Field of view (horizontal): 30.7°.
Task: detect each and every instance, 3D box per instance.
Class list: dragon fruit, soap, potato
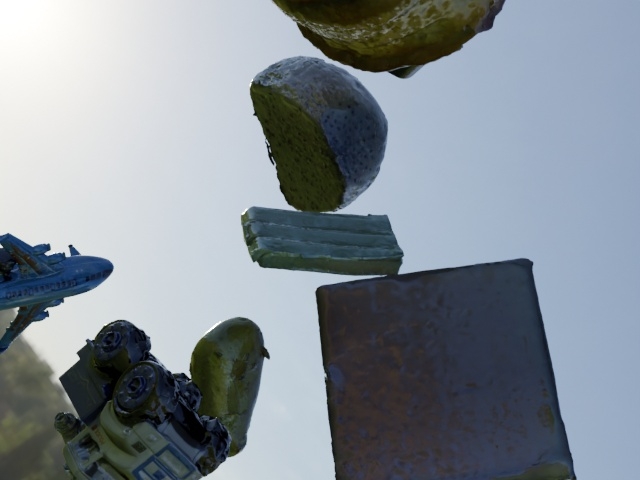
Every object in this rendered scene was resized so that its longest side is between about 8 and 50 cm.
[{"bbox_3d":[0.029,-0.200,2.089,0.221,0.204,0.282,15,-47,51],"label":"dragon fruit"},{"bbox_3d":[0.146,0.181,1.426,0.107,0.286,0.296,74,10,-62],"label":"soap"},{"bbox_3d":[-0.127,0.195,1.547,0.085,0.105,0.188,1,-92,61],"label":"potato"}]

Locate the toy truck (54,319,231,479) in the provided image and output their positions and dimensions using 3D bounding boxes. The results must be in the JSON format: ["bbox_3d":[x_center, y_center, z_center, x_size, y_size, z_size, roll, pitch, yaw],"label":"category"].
[{"bbox_3d":[-0.228,0.213,1.355,0.213,0.177,0.161,45,-7,50],"label":"toy truck"}]

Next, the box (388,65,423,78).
[{"bbox_3d":[0.103,-0.370,1.928,0.201,0.144,0.090,26,-24,-12],"label":"box"}]

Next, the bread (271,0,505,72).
[{"bbox_3d":[0.079,-0.411,1.438,0.398,0.398,0.215,44,18,29],"label":"bread"}]

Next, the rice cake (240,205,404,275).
[{"bbox_3d":[0.000,0.000,1.529,0.124,0.211,0.038,-109,-151,-56],"label":"rice cake"}]

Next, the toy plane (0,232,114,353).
[{"bbox_3d":[-0.458,0.068,1.836,0.105,0.271,0.254,45,-40,30],"label":"toy plane"}]
